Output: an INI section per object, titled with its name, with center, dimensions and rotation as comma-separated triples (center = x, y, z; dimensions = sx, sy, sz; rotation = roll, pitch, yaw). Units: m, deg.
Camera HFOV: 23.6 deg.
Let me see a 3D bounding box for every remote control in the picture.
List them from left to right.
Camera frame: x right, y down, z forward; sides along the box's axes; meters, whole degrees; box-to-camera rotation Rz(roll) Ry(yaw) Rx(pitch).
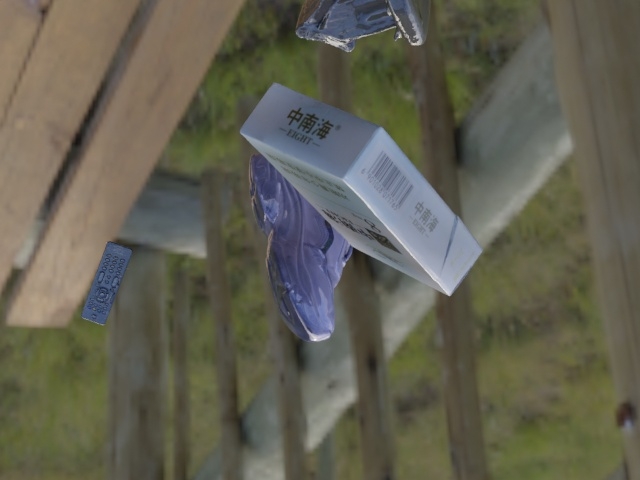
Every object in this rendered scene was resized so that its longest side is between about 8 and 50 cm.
[remote control]
center = -0.237, 0.048, 1.700
dimensions = 0.034, 0.091, 0.016
rotation = 20, 170, -5

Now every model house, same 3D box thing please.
[model house]
center = 0.014, -0.305, 1.578
dimensions = 0.188, 0.122, 0.229
rotation = -4, 115, 32

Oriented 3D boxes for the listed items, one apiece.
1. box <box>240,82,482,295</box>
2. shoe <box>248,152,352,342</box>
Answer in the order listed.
[box]
center = 0.045, -0.049, 1.525
dimensions = 0.155, 0.067, 0.243
rotation = 29, 170, 40
[shoe]
center = 0.000, 0.000, 1.834
dimensions = 0.137, 0.245, 0.095
rotation = -12, 160, -7
